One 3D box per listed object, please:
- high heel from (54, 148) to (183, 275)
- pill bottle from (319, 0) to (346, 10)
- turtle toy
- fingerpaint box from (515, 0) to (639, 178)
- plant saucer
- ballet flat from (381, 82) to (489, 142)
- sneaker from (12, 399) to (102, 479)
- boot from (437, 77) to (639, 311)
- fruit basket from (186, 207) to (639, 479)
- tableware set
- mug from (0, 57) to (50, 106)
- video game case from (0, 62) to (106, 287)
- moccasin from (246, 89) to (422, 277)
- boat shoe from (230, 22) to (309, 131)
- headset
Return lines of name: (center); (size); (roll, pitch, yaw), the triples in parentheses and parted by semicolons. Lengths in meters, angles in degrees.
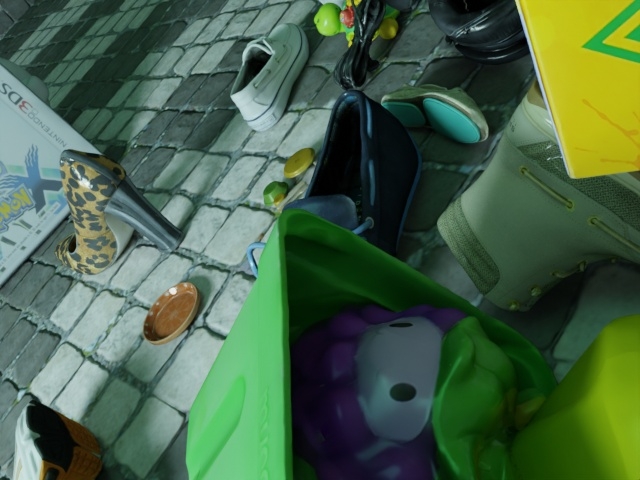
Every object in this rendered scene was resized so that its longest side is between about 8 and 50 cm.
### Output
high heel: (-0.327, -0.042, 1.018); (0.261, 0.186, 0.093); (-10, 47, 38)
pill bottle: (0.056, -0.442, 1.117); (0.119, 0.119, 0.209); (-17, 43, 33)
turtle toy: (0.053, -0.308, 1.026); (0.130, 0.066, 0.095); (-17, 43, 33)
fingerpaint box: (0.345, -0.236, 0.430); (0.371, 0.163, 0.445); (-6, 32, 35)
plant saucer: (-0.172, 0.086, 0.884); (0.083, 0.013, 0.084); (-26, 38, 22)
ballet flat: (0.125, -0.144, 0.798); (0.052, 0.057, 0.168); (-42, 34, -15)
sneaker: (-0.279, 0.264, 0.736); (0.121, 0.099, 0.262); (-46, 34, 3)
boot: (0.196, 0.006, 0.536); (0.077, 0.213, 0.165); (-38, -15, -42)
fruit basket: (0.107, 0.138, 0.368); (0.392, 0.282, 0.392); (-41, 33, 34)
tableware set: (-0.002, -0.088, 0.894); (0.154, 0.024, 0.104); (-46, 32, -2)
mug: (-0.644, -0.197, 1.417); (0.374, 0.276, 0.328); (-12, 38, 39)
video game case: (-0.563, -0.105, 1.241); (0.329, 0.300, 0.036); (-49, 5, -8)
moccasin: (0.000, 0.000, 0.714); (0.137, 0.117, 0.342); (-16, 43, 33)
boat shoe: (-0.073, -0.258, 1.089); (0.083, 0.076, 0.226); (-21, 41, 28)
headset: (0.123, -0.255, 0.790); (0.394, 0.243, 0.185); (17, 85, 67)
